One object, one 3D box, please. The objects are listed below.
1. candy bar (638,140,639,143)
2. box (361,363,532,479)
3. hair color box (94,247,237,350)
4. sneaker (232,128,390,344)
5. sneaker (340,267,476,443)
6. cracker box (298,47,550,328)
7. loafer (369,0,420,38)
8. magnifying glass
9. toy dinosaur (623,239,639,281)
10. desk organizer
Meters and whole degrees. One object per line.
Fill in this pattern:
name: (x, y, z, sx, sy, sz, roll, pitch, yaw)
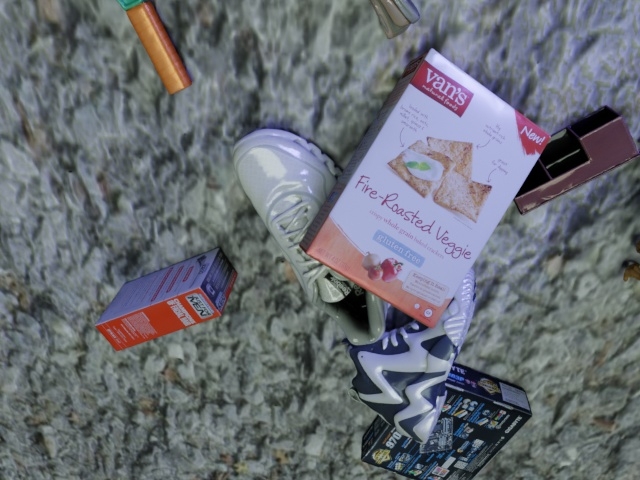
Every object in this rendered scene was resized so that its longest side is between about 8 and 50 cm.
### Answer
candy bar: (0.399, -0.059, 0.565, 0.040, 0.018, 0.161, -29, 113, 18)
box: (0.185, 0.288, 0.777, 0.175, 0.051, 0.220, 21, 121, -6)
hair color box: (-0.203, 0.078, 0.673, 0.167, 0.093, 0.053, -21, 117, 18)
sneaker: (0.000, 0.000, 0.591, 0.110, 0.118, 0.292, -28, 112, 23)
sneaker: (0.105, 0.128, 0.665, 0.153, 0.094, 0.234, 18, 104, 21)
cracker box: (0.104, -0.050, 0.520, 0.156, 0.067, 0.232, 31, 90, -12)
loafer: (0.042, -0.248, 0.481, 0.125, 0.045, 0.039, 42, 123, -20)
magnifying glass: (-0.198, -0.261, 0.510, 0.092, 0.026, 0.231, -17, 118, 16)
toy dinosaur: (0.404, 0.043, 0.565, 0.212, 0.112, 0.064, 15, 107, -44)
desk organizer: (0.264, -0.086, 0.548, 0.130, 0.047, 0.050, -30, 111, 21)
